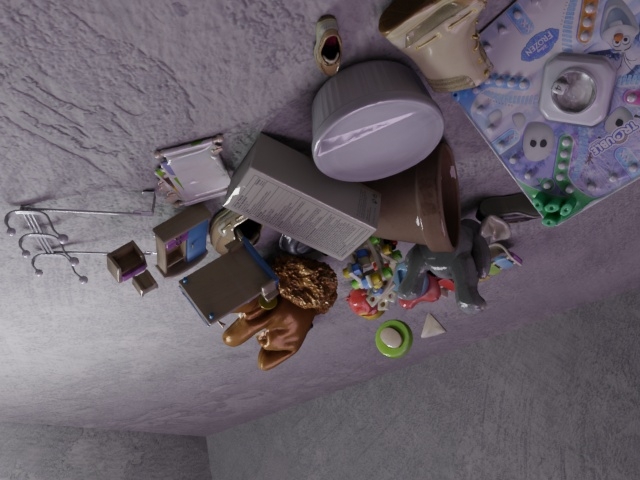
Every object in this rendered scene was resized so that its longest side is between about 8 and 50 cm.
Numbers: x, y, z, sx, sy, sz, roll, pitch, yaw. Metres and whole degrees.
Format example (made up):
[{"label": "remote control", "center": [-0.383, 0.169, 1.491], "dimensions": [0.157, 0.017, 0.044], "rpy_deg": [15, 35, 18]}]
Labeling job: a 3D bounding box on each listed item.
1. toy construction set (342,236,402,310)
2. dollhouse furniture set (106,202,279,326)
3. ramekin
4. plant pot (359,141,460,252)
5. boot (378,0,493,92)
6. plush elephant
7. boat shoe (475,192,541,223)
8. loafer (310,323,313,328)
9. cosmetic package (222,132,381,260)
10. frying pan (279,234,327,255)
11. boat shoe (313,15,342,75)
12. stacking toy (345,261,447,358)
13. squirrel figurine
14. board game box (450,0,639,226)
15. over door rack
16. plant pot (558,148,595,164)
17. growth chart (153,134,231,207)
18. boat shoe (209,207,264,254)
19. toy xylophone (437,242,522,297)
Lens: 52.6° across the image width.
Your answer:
[{"label": "toy construction set", "center": [0.164, 0.080, 1.880], "dimensions": [0.151, 0.215, 0.328], "rpy_deg": [-19, 154, 11]}, {"label": "dollhouse furniture set", "center": [-0.293, 0.117, 1.535], "dimensions": [0.286, 0.303, 0.198], "rpy_deg": [-34, 161, -26]}, {"label": "ramekin", "center": [0.103, -0.243, 1.299], "dimensions": [0.272, 0.127, 0.273], "rpy_deg": [-11, 155, -5]}, {"label": "plant pot", "center": [0.202, -0.093, 1.553], "dimensions": [0.229, 0.263, 0.263], "rpy_deg": [-5, 158, 20]}, {"label": "boot", "center": [0.259, -0.368, 1.106], "dimensions": [0.261, 0.095, 0.203], "rpy_deg": [-25, 137, 30]}, {"label": "plush elephant", "center": [0.394, 0.033, 1.846], "dimensions": [0.271, 0.330, 0.255], "rpy_deg": [-1, 178, 43]}, {"label": "boat shoe", "center": [0.569, -0.090, 1.903], "dimensions": [0.227, 0.081, 0.069], "rpy_deg": [-2, 156, -8]}, {"label": "loafer", "center": [-0.081, 0.296, 2.367], "dimensions": [0.084, 0.096, 0.267], "rpy_deg": [-33, 162, -6]}, {"label": "cosmetic package", "center": [-0.038, -0.089, 1.425], "dimensions": [0.309, 0.113, 0.160], "rpy_deg": [26, 140, -18]}, {"label": "frying pan", "center": [-0.025, 0.010, 1.792], "dimensions": [0.197, 0.053, 0.326], "rpy_deg": [-23, 155, -20]}, {"label": "boat shoe", "center": [0.015, -0.336, 1.158], "dimensions": [0.050, 0.045, 0.135], "rpy_deg": [-13, 154, -1]}, {"label": "stacking toy", "center": [0.251, 0.228, 2.161], "dimensions": [0.308, 0.280, 0.130], "rpy_deg": [-29, 152, 21]}, {"label": "squirrel figurine", "center": [-0.146, 0.137, 1.849], "dimensions": [0.396, 0.281, 0.370], "rpy_deg": [-26, 141, 10]}, {"label": "board game box", "center": [0.454, -0.266, 1.160], "dimensions": [0.390, 0.390, 0.050], "rpy_deg": [-38, 177, 40]}, {"label": "over door rack", "center": [-0.529, 0.004, 1.505], "dimensions": [0.324, 0.108, 0.240], "rpy_deg": [-8, 155, -12]}, {"label": "plant pot", "center": [0.527, -0.280, 1.327], "dimensions": [0.239, 0.254, 0.254], "rpy_deg": [-8, 158, -47]}, {"label": "growth chart", "center": [-0.280, -0.144, 1.429], "dimensions": [0.171, 0.021, 0.237], "rpy_deg": [-11, 154, -4]}, {"label": "boat shoe", "center": [-0.198, -0.030, 1.609], "dimensions": [0.109, 0.098, 0.302], "rpy_deg": [2, 150, -30]}, {"label": "toy xylophone", "center": [0.519, 0.095, 2.244], "dimensions": [0.322, 0.081, 0.236], "rpy_deg": [-32, 149, 32]}]
